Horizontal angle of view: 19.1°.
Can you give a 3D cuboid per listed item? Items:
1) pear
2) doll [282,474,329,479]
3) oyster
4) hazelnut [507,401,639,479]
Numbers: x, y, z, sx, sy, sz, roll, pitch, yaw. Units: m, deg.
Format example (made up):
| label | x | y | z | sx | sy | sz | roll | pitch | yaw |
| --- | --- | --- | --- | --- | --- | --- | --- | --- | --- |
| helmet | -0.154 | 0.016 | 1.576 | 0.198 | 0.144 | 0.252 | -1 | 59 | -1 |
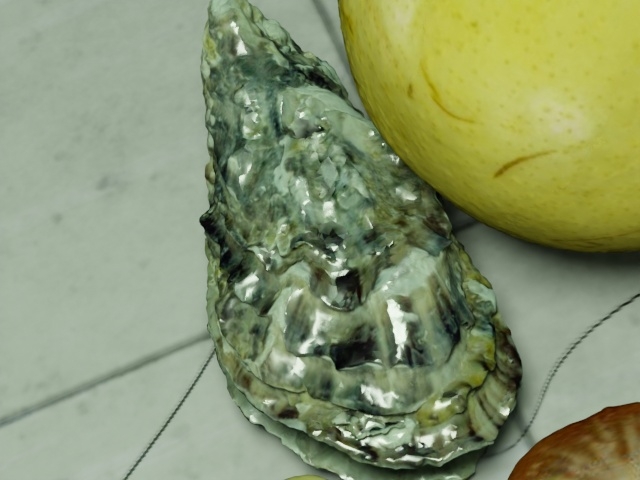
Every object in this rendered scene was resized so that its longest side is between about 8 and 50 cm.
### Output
| label | x | y | z | sx | sy | sz | roll | pitch | yaw |
| --- | --- | --- | --- | --- | --- | --- | --- | --- | --- |
| pear | 0.181 | -0.159 | 1.122 | 0.348 | 0.348 | 0.348 | -5 | 60 | 9 |
| doll | -0.037 | 0.263 | 1.024 | 0.177 | 0.161 | 0.260 | -19 | 61 | 3 |
| oyster | 0.001 | -0.005 | 1.188 | 0.162 | 0.158 | 0.351 | -9 | 67 | -33 |
| hazelnut | 0.171 | 0.149 | 1.054 | 0.150 | 0.150 | 0.150 | -5 | 60 | 9 |
